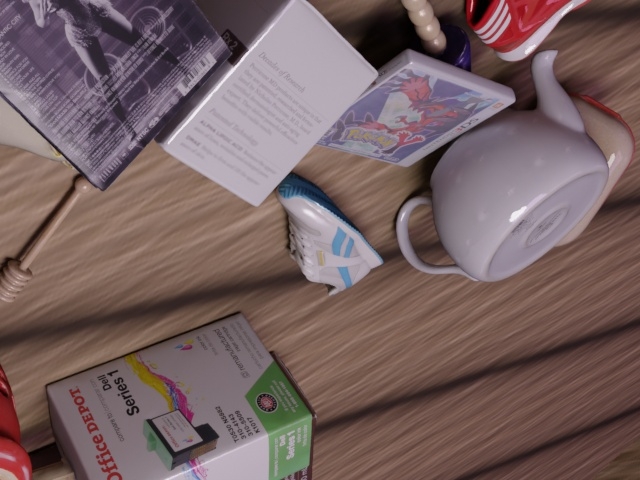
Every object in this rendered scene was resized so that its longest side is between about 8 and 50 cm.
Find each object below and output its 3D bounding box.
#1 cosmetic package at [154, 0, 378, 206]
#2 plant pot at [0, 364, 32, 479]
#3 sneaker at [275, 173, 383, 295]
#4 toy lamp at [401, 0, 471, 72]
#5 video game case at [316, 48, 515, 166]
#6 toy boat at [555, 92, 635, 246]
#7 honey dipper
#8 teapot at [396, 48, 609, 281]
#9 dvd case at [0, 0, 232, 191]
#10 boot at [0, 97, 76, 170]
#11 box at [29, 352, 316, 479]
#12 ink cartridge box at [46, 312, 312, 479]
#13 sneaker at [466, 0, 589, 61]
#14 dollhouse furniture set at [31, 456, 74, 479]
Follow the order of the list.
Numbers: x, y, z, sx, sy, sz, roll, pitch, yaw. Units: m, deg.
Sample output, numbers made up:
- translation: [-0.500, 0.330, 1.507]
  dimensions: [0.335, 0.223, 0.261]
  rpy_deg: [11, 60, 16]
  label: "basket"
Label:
- translation: [-0.078, -0.165, 0.919]
  dimensions: [0.184, 0.151, 0.151]
  rpy_deg: [-48, 142, 9]
  label: "cosmetic package"
- translation: [-0.411, 0.222, 1.013]
  dimensions: [0.191, 0.174, 0.191]
  rpy_deg: [-24, 139, -23]
  label: "plant pot"
- translation: [0.000, 0.000, 1.207]
  dimensions: [0.092, 0.087, 0.229]
  rpy_deg: [-40, 141, 3]
  label: "sneaker"
- translation: [0.108, -0.259, 1.045]
  dimensions: [0.080, 0.080, 0.275]
  rpy_deg: [-39, 141, -2]
  label: "toy lamp"
- translation: [0.104, -0.150, 1.125]
  dimensions: [0.201, 0.023, 0.183]
  rpy_deg: [9, 150, -44]
  label: "video game case"
- translation: [0.356, -0.105, 1.383]
  dimensions: [0.231, 0.151, 0.151]
  rpy_deg: [-61, 167, 26]
  label: "toy boat"
- translation: [-0.294, -0.003, 1.001]
  dimensions: [0.161, 0.030, 0.030]
  rpy_deg: [-51, 142, 11]
  label: "honey dipper"
- translation: [0.233, -0.079, 1.242]
  dimensions: [0.256, 0.187, 0.252]
  rpy_deg: [-33, 155, -15]
  label: "teapot"
- translation: [-0.182, -0.164, 0.721]
  dimensions: [0.164, 0.018, 0.221]
  rpy_deg: [-49, 135, -10]
  label: "dvd case"
- translation: [-0.268, -0.110, 0.863]
  dimensions: [0.165, 0.077, 0.213]
  rpy_deg: [9, 172, -10]
  label: "boot"
- translation: [-0.200, 0.326, 1.326]
  dimensions: [0.381, 0.143, 0.191]
  rpy_deg: [-20, 139, -22]
  label: "box"
- translation: [-0.180, 0.238, 1.197]
  dimensions: [0.278, 0.201, 0.117]
  rpy_deg: [-20, 138, -24]
  label: "ink cartridge box"
- translation: [0.261, -0.319, 1.106]
  dimensions: [0.128, 0.087, 0.221]
  rpy_deg: [17, 115, -49]
  label: "sneaker"
- translation: [-0.411, 0.338, 1.160]
  dimensions: [0.181, 0.101, 0.161]
  rpy_deg: [-13, 129, -34]
  label: "dollhouse furniture set"
